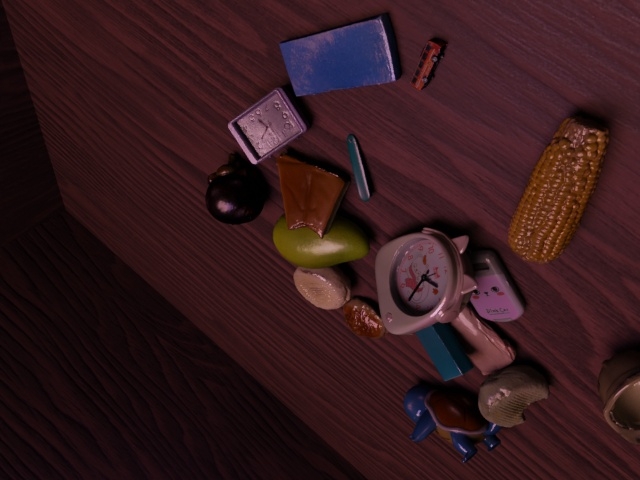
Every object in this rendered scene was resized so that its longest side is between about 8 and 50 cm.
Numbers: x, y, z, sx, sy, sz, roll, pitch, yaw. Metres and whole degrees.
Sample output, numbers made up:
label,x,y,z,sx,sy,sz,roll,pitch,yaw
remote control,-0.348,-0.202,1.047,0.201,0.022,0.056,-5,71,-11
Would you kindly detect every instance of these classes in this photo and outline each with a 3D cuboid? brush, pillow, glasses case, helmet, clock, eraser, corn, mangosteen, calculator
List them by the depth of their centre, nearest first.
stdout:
label,x,y,z,sx,sy,sz,roll,pitch,yaw
corn,0.479,-0.084,0.910,0.130,0.130,0.347,24,136,26
helmet,0.750,0.348,1.054,0.203,0.137,0.258,-28,118,13
eraser,0.042,-0.436,1.065,0.311,0.042,0.144,7,129,40
clock,0.288,0.105,1.193,0.108,0.266,0.324,11,155,-33
calculator,0.451,0.120,1.202,0.141,0.045,0.246,-17,111,50
brush,0.112,-0.203,1.238,0.043,0.032,0.194,5,116,47
clock,-0.144,-0.322,1.251,0.193,0.073,0.145,-31,103,17
pillow,0.454,0.288,1.343,0.270,0.067,0.173,43,143,6
glasses case,0.341,0.267,1.346,0.301,0.070,0.117,59,155,16
mangosteen,-0.299,-0.178,1.536,0.211,0.211,0.250,-6,90,47

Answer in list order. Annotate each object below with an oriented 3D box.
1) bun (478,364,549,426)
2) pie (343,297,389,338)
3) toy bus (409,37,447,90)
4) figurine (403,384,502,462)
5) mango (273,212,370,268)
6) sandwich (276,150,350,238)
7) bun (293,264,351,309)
label,x,y,z,sx,sy,sz,roll,pitch,yaw
bun,0.565,0.451,1.324,0.212,0.127,0.204,-36,124,13
pie,0.165,0.285,1.616,0.193,0.079,0.163,13,128,39
toy bus,0.229,-0.377,0.949,0.043,0.031,0.110,42,145,16
figurine,0.469,0.627,1.534,0.416,0.297,0.243,-21,78,48
mango,0.000,0.000,1.423,0.342,0.156,0.193,8,109,32
sandwich,-0.059,-0.132,1.336,0.244,0.063,0.212,26,98,24
bun,0.018,0.141,1.570,0.220,0.134,0.221,22,142,19
